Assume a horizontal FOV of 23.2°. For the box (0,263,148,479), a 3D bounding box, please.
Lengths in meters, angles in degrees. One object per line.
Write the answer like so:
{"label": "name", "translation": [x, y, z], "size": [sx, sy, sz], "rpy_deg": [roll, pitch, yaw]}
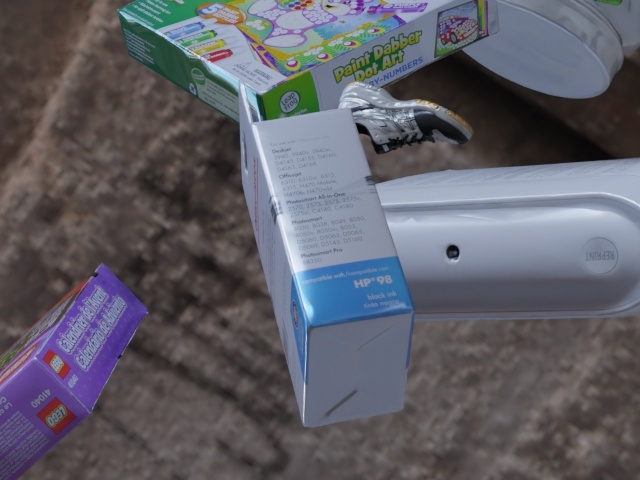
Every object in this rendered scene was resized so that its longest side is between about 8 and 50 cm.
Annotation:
{"label": "box", "translation": [-0.262, 0.155, 1.137], "size": [0.293, 0.057, 0.201], "rpy_deg": [-41, 10, 15]}

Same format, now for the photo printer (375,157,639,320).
{"label": "photo printer", "translation": [0.177, -0.003, 1.231], "size": [0.256, 0.307, 0.107], "rpy_deg": [-17, -78, -60]}

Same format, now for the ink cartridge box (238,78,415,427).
{"label": "ink cartridge box", "translation": [0.000, 0.000, 0.879], "size": [0.060, 0.180, 0.104], "rpy_deg": [-10, -36, -8]}

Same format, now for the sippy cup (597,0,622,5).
{"label": "sippy cup", "translation": [0.250, -0.341, 1.157], "size": [0.240, 0.305, 0.224], "rpy_deg": [-17, 20, 11]}

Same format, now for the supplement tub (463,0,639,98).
{"label": "supplement tub", "translation": [0.275, -0.331, 1.628], "size": [0.316, 0.228, 0.228], "rpy_deg": [-63, -3, -13]}

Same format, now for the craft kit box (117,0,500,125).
{"label": "craft kit box", "translation": [-0.014, -0.195, 1.384], "size": [0.246, 0.250, 0.061], "rpy_deg": [-26, -53, -25]}

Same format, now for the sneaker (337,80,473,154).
{"label": "sneaker", "translation": [0.047, -0.064, 0.904], "size": [0.037, 0.083, 0.032], "rpy_deg": [-67, -24, -12]}
